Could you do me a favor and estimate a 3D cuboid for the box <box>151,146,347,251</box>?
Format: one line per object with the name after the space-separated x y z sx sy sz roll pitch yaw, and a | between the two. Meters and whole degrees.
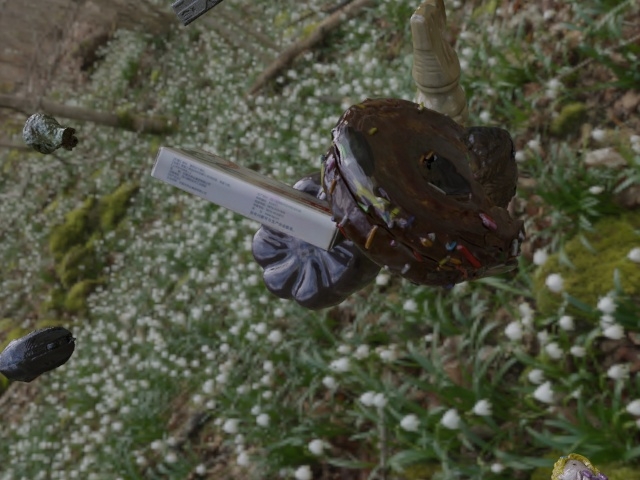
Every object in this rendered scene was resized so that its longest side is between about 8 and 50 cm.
-0.116 -0.083 1.562 0.214 0.353 0.069 -26 -43 -78 | box

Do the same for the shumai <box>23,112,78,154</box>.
-0.478 -0.196 1.496 0.080 0.083 0.082 -15 91 31 | shumai

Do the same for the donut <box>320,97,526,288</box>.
0.098 -0.045 0.876 0.230 0.216 0.096 58 134 21 | donut

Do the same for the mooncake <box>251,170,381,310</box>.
0.000 0.000 1.807 0.305 0.154 0.306 1 92 27 | mooncake

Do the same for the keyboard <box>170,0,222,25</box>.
-0.221 -0.466 1.598 0.049 0.129 0.015 56 -175 -9 | keyboard

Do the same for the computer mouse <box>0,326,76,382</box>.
-0.610 0.243 1.790 0.099 0.172 0.057 65 170 4 | computer mouse

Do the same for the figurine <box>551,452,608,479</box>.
0.482 0.470 1.587 0.156 0.094 0.115 -135 68 -79 | figurine

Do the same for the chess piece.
0.253 -0.393 1.851 0.301 0.137 0.137 71 -178 -45 | chess piece

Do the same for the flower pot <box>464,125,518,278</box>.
0.266 -0.058 1.631 0.266 0.266 0.267 150 113 -67 | flower pot
